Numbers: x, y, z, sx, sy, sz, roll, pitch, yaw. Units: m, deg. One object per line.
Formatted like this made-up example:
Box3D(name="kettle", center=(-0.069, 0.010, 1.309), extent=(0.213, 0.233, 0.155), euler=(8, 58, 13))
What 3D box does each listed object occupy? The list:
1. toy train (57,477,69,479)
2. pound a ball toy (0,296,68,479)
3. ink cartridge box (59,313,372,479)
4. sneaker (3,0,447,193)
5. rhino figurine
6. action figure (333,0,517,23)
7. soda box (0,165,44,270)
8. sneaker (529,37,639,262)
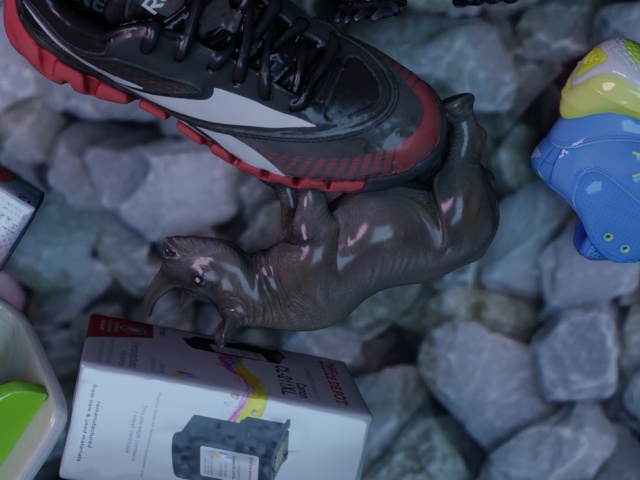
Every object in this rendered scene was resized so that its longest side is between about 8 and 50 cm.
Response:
Box3D(name="toy train", center=(-0.194, 0.270, 0.860), extent=(0.248, 0.105, 0.143), euler=(-40, 93, 4))
Box3D(name="pound a ball toy", center=(-0.298, 0.123, 0.749), extent=(0.208, 0.136, 0.319), euler=(17, 116, -42))
Box3D(name="ink cartridge box", center=(-0.065, 0.108, 0.819), extent=(0.175, 0.127, 0.072), euler=(11, 98, -9))
Box3D(name="sneaker", center=(-0.056, -0.109, 0.739), extent=(0.276, 0.135, 0.098), euler=(23, 75, 3))
Box3D(name="rhino figurine", center=(0.000, 0.000, 0.831), extent=(0.243, 0.073, 0.106), euler=(-23, 100, 1))
Box3D(name="action figure", center=(0.058, -0.267, 0.746), extent=(0.164, 0.141, 0.276), euler=(-5, 105, 2))
Box3D(name="soda box", center=(-0.262, -0.047, 0.801), extent=(0.183, 0.058, 0.063), euler=(32, 97, -12))
Box3D(name="sneaker", center=(0.237, -0.024, 0.856), extent=(0.240, 0.091, 0.126), euler=(35, 115, -12))
